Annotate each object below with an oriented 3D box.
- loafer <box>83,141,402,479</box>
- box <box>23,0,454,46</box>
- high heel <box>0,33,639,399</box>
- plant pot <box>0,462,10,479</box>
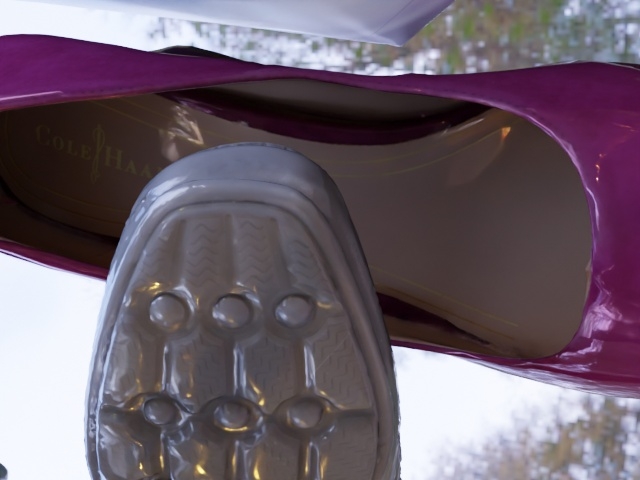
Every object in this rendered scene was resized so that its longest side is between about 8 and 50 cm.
[{"bbox_3d":[-0.023,0.085,0.500,0.111,0.112,0.319,-84,-4,-48],"label":"loafer"},{"bbox_3d":[-0.030,-0.228,0.542,0.294,0.296,0.182,2,-106,-24],"label":"box"},{"bbox_3d":[0.000,0.000,0.454,0.181,0.377,0.127,-21,-63,-48],"label":"high heel"},{"bbox_3d":[-0.421,0.273,1.035,0.271,0.272,0.255,45,-127,-53],"label":"plant pot"}]
